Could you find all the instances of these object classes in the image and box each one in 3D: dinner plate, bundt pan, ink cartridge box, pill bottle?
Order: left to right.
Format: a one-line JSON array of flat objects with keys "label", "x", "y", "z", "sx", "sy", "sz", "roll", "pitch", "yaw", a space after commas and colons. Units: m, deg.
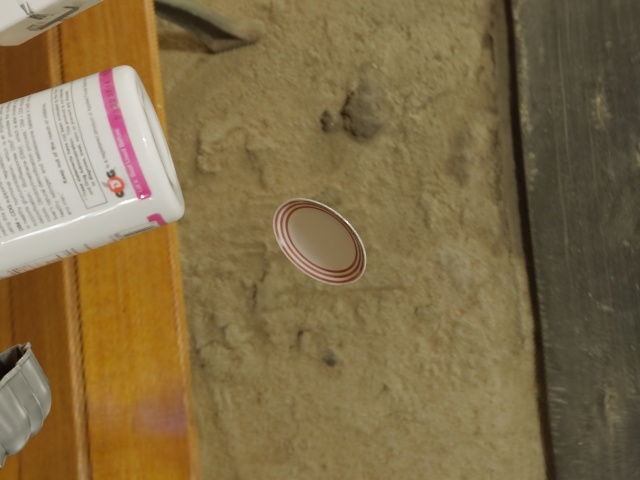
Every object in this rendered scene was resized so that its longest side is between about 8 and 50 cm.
[{"label": "bundt pan", "x": -0.595, "y": 0.324, "z": 1.462, "sx": 0.330, "sy": 0.331, "sz": 0.124, "roll": -29, "pitch": 106, "yaw": 16}, {"label": "pill bottle", "x": -0.290, "y": -0.053, "z": 0.836, "sx": 0.283, "sy": 0.160, "sz": 0.160, "roll": -19, "pitch": 70, "yaw": -3}, {"label": "ink cartridge box", "x": -0.369, "y": -0.368, "z": 1.123, "sx": 0.217, "sy": 0.092, "sz": 0.159, "roll": -19, "pitch": 92, "yaw": 21}, {"label": "dinner plate", "x": 0.000, "y": 0.000, "z": 1.128, "sx": 0.141, "sy": 0.141, "sz": 0.017, "roll": 19, "pitch": 47, "yaw": 26}]
